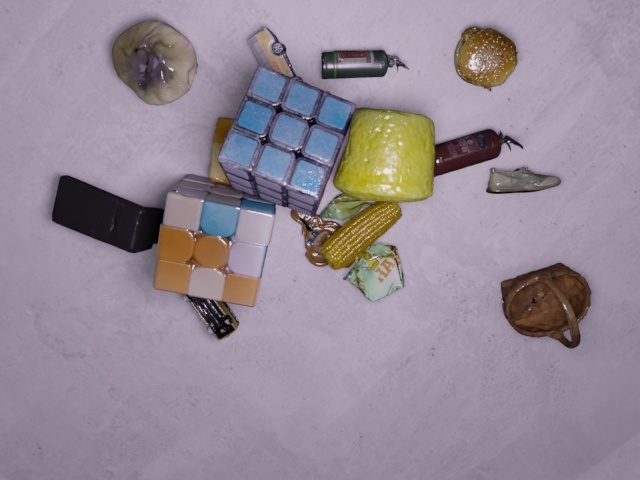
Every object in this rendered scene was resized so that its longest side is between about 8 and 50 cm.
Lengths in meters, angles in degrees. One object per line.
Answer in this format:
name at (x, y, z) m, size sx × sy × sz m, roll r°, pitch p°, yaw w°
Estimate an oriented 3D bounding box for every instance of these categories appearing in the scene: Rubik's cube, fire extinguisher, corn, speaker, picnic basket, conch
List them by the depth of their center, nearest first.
Rubik's cube at (-0.099, -0.274, 1.371) m, size 0.301 × 0.304 × 0.304 m, roll 20°, pitch 81°, yaw -2°
fire extinguisher at (0.151, -0.607, 1.584) m, size 0.295 × 0.118 × 0.093 m, roll -3°, pitch 142°, yaw -3°
Rubik's cube at (-0.350, -0.013, 1.609) m, size 0.347 × 0.346 × 0.344 m, roll 13°, pitch 107°, yaw -7°
speaker at (-0.737, -0.094, 1.671) m, size 0.389 × 0.184 × 0.179 m, roll 22°, pitch 104°, yaw 6°
fire extinguisher at (0.543, -0.320, 1.677) m, size 0.338 × 0.135 × 0.114 m, roll -18°, pitch 143°, yaw 2°
corn at (0.153, -0.032, 1.726) m, size 0.345 × 0.131 × 0.131 m, roll -38°, pitch 106°, yaw -8°
conch at (0.088, -0.128, 1.740) m, size 0.201 × 0.079 × 0.094 m, roll -31°, pitch 94°, yaw -11°
picnic basket at (0.900, 0.263, 1.785) m, size 0.338 × 0.337 × 0.292 m, roll -20°, pitch 108°, yaw 3°

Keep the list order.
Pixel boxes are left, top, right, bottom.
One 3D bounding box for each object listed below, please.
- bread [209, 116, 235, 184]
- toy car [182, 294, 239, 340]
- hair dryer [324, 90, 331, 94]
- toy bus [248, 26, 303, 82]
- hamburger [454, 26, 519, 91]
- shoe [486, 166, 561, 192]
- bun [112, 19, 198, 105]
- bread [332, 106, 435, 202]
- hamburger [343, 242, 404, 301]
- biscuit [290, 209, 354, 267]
bread at (-0.192, -0.288, 1.614) m, size 0.376 × 0.165 × 0.236 m, roll 12°, pitch 117°, yaw -1°
toy car at (-0.425, 0.259, 1.807) m, size 0.101 × 0.124 × 0.256 m, roll -33°, pitch 97°, yaw 7°
hair dryer at (-0.047, -0.425, 1.653) m, size 0.237 × 0.073 × 0.131 m, roll -23°, pitch 106°, yaw 13°
toy bus at (-0.139, -0.584, 1.577) m, size 0.106 × 0.092 × 0.268 m, roll -26°, pitch 107°, yaw 14°
hamburger at (0.560, -0.631, 1.586) m, size 0.215 × 0.122 × 0.189 m, roll 30°, pitch 105°, yaw -9°
shoe at (0.763, -0.228, 1.738) m, size 0.275 × 0.103 × 0.098 m, roll -2°, pitch 94°, yaw -5°
bun at (-0.544, -0.585, 1.513) m, size 0.273 × 0.168 × 0.272 m, roll 1°, pitch 110°, yaw 4°
bread at (0.221, -0.284, 1.574) m, size 0.349 × 0.348 × 0.307 m, roll 4°, pitch 97°, yaw -5°
hamburger at (0.202, 0.119, 1.791) m, size 0.235 × 0.125 × 0.214 m, roll -19°, pitch 111°, yaw 3°
biscuit at (0.005, -0.007, 1.790) m, size 0.184 × 0.047 × 0.319 m, roll -34°, pitch 105°, yaw 4°
